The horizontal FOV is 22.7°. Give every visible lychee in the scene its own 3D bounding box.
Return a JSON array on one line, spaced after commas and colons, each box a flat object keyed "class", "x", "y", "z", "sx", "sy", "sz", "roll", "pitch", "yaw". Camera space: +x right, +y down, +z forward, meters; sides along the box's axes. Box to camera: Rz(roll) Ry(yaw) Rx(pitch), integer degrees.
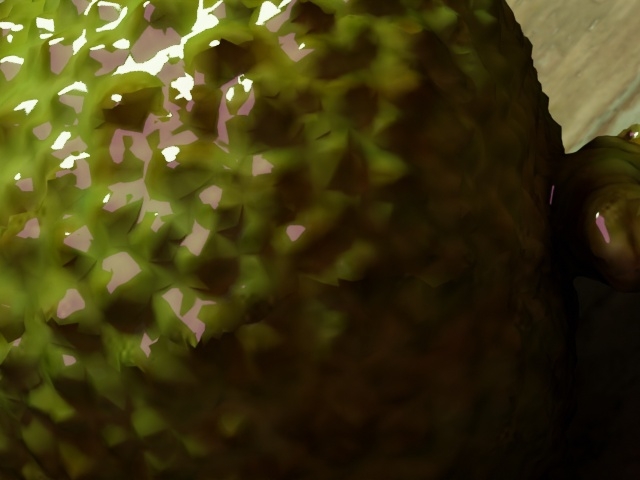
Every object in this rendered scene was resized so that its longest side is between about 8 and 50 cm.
[{"class": "lychee", "x": -0.011, "y": 0.002, "z": 0.576, "sx": 0.320, "sy": 0.270, "sz": 0.270, "roll": -21, "pitch": 46, "yaw": 38}]
